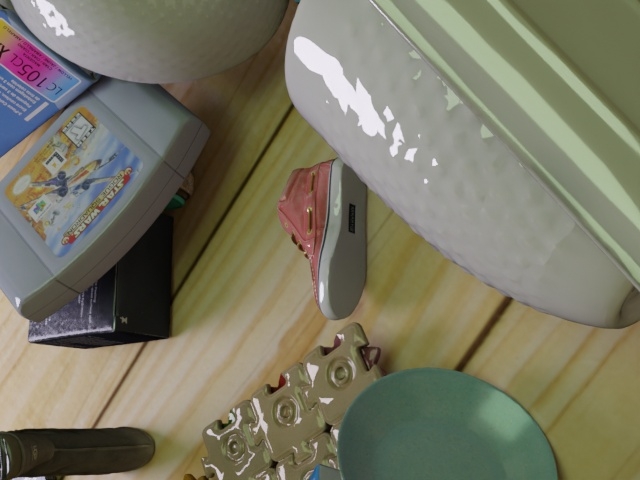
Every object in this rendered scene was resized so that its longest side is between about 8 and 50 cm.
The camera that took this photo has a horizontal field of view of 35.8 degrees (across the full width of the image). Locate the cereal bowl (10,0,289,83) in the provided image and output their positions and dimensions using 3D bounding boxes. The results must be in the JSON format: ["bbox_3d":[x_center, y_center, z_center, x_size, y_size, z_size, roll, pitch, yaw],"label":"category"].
[{"bbox_3d":[-0.184,-0.347,1.087,0.141,0.339,0.338,115,143,-60],"label":"cereal bowl"}]

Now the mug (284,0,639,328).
[{"bbox_3d":[0.214,-0.129,0.807,0.374,0.276,0.328,-37,63,-11],"label":"mug"}]

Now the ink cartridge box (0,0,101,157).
[{"bbox_3d":[-0.436,-0.234,1.300,0.396,0.151,0.270,-27,36,31],"label":"ink cartridge box"}]

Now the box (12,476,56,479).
[{"bbox_3d":[-0.363,0.317,1.259,0.067,0.018,0.083,-31,62,28],"label":"box"}]

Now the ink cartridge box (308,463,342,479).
[{"bbox_3d":[-0.011,0.337,0.895,0.134,0.078,0.231,-90,22,-62],"label":"ink cartridge box"}]

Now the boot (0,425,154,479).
[{"bbox_3d":[-0.325,0.240,1.128,0.190,0.208,0.076,-2,88,31],"label":"boot"}]

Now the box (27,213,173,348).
[{"bbox_3d":[-0.267,0.047,1.206,0.158,0.093,0.155,-10,73,36],"label":"box"}]

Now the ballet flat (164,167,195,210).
[{"bbox_3d":[-0.289,-0.081,1.257,0.316,0.107,0.106,-5,71,25],"label":"ballet flat"}]

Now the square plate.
[{"bbox_3d":[0.232,-0.155,0.656,0.347,0.344,0.049,50,151,14],"label":"square plate"}]

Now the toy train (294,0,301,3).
[{"bbox_3d":[0.056,-0.302,1.065,0.184,0.080,0.105,1,88,35],"label":"toy train"}]

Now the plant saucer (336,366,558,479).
[{"bbox_3d":[0.107,0.199,0.861,0.195,0.195,0.037,53,147,33],"label":"plant saucer"}]

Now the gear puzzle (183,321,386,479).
[{"bbox_3d":[-0.040,0.240,1.027,0.339,0.044,0.175,-38,60,27],"label":"gear puzzle"}]

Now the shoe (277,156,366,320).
[{"bbox_3d":[0.000,0.000,1.041,0.081,0.063,0.177,-9,68,36],"label":"shoe"}]

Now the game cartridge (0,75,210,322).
[{"bbox_3d":[-0.271,-0.059,1.143,0.297,0.062,0.198,-48,48,-2],"label":"game cartridge"}]

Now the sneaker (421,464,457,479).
[{"bbox_3d":[0.112,0.330,0.868,0.121,0.099,0.262,13,68,2],"label":"sneaker"}]
